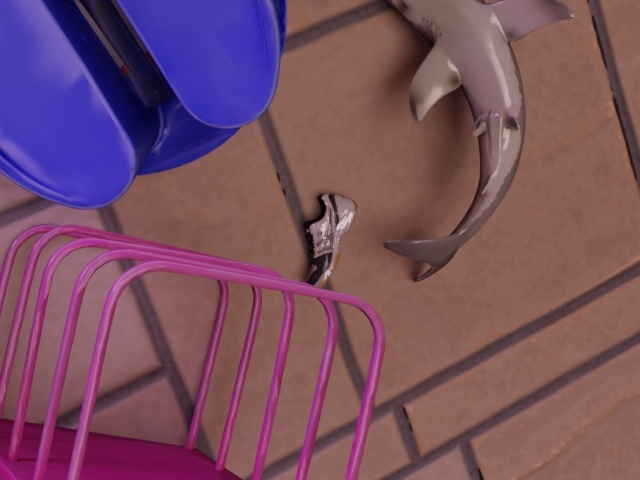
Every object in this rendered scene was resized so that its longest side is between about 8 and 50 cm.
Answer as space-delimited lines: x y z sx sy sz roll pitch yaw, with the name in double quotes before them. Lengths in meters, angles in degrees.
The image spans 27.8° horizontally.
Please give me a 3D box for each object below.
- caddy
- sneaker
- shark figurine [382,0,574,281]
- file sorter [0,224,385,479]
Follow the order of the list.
"caddy" -0.165 -0.190 0.889 0.241 0.179 0.341 -29 112 5
"sneaker" 0.000 0.000 1.080 0.037 0.032 0.083 21 84 -13
"shark figurine" 0.133 -0.105 1.090 0.166 0.116 0.278 -4 93 9
"file sorter" -0.110 0.096 0.898 0.202 0.291 0.182 13 90 -27
